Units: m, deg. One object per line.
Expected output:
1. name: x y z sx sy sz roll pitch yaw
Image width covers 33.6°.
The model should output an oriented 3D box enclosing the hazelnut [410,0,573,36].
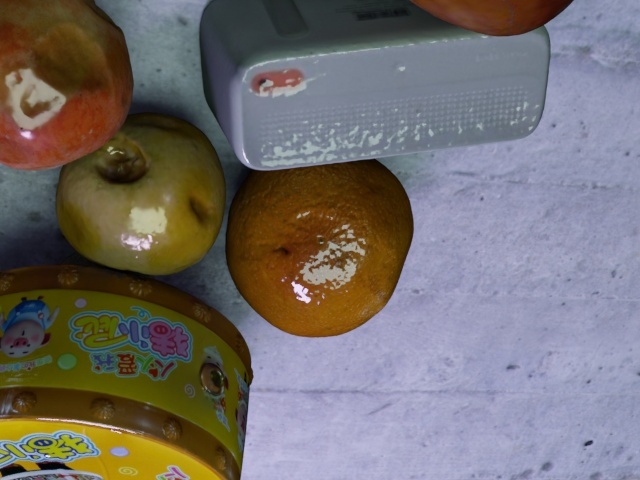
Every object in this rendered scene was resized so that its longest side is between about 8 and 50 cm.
1. hazelnut: 0.168 -0.403 1.115 0.365 0.366 0.366 -8 123 -12

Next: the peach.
1. peach: -0.326 -0.202 1.175 0.214 0.214 0.236 -23 114 -1

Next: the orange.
1. orange: 0.000 0.000 1.369 0.264 0.264 0.264 -8 123 -12

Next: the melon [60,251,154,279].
1. melon: -0.287 0.056 1.409 0.130 0.098 0.098 3 121 -18

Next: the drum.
1. drum: -0.296 0.228 1.352 0.431 0.214 0.431 2 143 2

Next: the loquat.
1. loquat: -0.219 -0.048 1.303 0.213 0.213 0.213 -8 123 -12

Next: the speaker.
1. speaker: 0.068 -0.207 1.290 0.406 0.184 0.183 -8 124 -11
